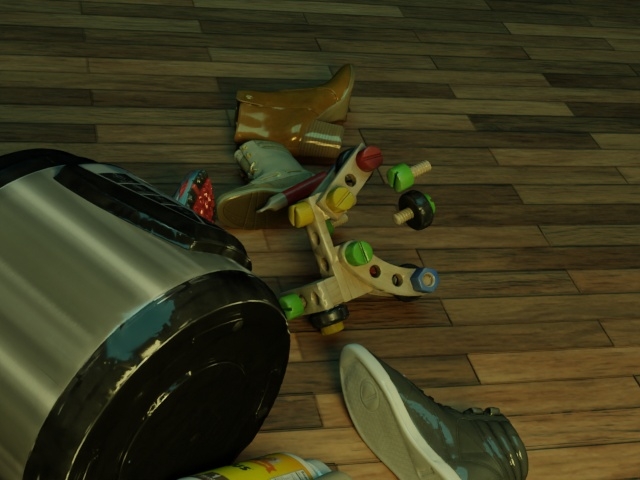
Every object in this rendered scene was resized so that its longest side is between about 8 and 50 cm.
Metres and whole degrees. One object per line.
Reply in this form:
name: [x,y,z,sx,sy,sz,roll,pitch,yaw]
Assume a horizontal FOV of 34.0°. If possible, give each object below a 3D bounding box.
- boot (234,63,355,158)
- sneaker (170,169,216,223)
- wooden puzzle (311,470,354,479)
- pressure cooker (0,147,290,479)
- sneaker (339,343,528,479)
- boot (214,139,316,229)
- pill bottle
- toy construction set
boot: [-0.051,-0.262,1.964,0.211,0.104,0.295,12,41,0]
sneaker: [-0.245,-0.019,1.574,0.125,0.104,0.261,5,43,17]
wooden puzzle: [0.044,0.352,1.067,0.238,0.044,0.221,58,18,13]
pressure cooker: [-0.295,0.100,1.191,0.420,0.369,0.376,34,42,27]
sneaker: [0.149,0.237,1.362,0.147,0.104,0.295,-16,50,-34]
boot: [-0.110,-0.099,1.755,0.213,0.077,0.165,-14,42,-32]
pill bottle: [-0.074,0.303,1.164,0.117,0.117,0.215,39,24,32]
toy construction set: [0.000,0.000,1.562,0.237,0.257,0.309,-27,30,-24]
